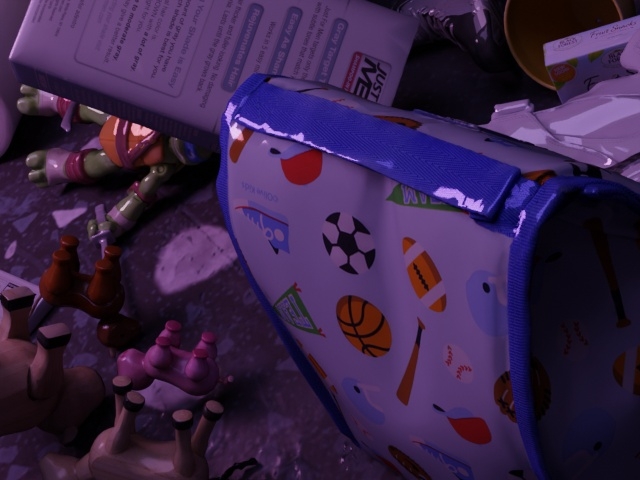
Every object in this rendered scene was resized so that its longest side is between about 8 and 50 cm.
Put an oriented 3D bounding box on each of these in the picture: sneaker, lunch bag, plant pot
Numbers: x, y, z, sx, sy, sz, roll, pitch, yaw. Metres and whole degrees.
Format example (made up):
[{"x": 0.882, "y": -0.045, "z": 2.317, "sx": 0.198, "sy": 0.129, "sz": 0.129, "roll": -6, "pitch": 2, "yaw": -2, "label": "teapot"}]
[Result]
[{"x": 0.244, "y": -0.092, "z": 1.309, "sx": 0.365, "sy": 0.137, "sz": 0.210, "roll": 11, "pitch": 57, "yaw": 33, "label": "sneaker"}, {"x": 0.140, "y": -0.231, "z": 1.555, "sx": 0.132, "sy": 0.086, "sz": 0.229, "roll": -25, "pitch": 31, "yaw": 17, "label": "sneaker"}, {"x": 0.119, "y": 0.045, "z": 1.061, "sx": 0.327, "sy": 0.385, "sz": 0.239, "roll": 24, "pitch": 66, "yaw": 45, "label": "lunch bag"}, {"x": 0.270, "y": -0.231, "z": 1.442, "sx": 0.134, "sy": 0.134, "sz": 0.095, "roll": 5, "pitch": 28, "yaw": 36, "label": "plant pot"}]

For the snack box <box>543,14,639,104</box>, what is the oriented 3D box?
[{"x": 0.300, "y": -0.167, "z": 1.365, "sx": 0.141, "sy": 0.100, "sz": 0.037, "roll": -15, "pitch": 44, "yaw": 20, "label": "snack box"}]

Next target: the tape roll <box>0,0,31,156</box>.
[{"x": -0.493, "y": -0.230, "z": 1.825, "sx": 0.246, "sy": 0.246, "sz": 0.169, "roll": -9, "pitch": 47, "yaw": 26, "label": "tape roll"}]

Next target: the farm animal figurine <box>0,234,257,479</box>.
[{"x": -0.267, "y": 0.152, "z": 1.359, "sx": 0.326, "sy": 0.172, "sz": 0.330, "roll": -1, "pitch": 32, "yaw": -27, "label": "farm animal figurine"}]

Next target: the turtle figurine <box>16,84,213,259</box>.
[{"x": -0.268, "y": -0.104, "z": 1.598, "sx": 0.266, "sy": 0.198, "sz": 0.275, "roll": 10, "pitch": 54, "yaw": 45, "label": "turtle figurine"}]

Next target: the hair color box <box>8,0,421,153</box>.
[{"x": -0.107, "y": -0.194, "z": 1.440, "sx": 0.374, "sy": 0.113, "sz": 0.185, "roll": 19, "pitch": 82, "yaw": -5, "label": "hair color box"}]

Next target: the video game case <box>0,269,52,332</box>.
[{"x": -0.430, "y": 0.110, "z": 1.623, "sx": 0.212, "sy": 0.023, "sz": 0.193, "roll": 18, "pitch": 62, "yaw": 41, "label": "video game case"}]
